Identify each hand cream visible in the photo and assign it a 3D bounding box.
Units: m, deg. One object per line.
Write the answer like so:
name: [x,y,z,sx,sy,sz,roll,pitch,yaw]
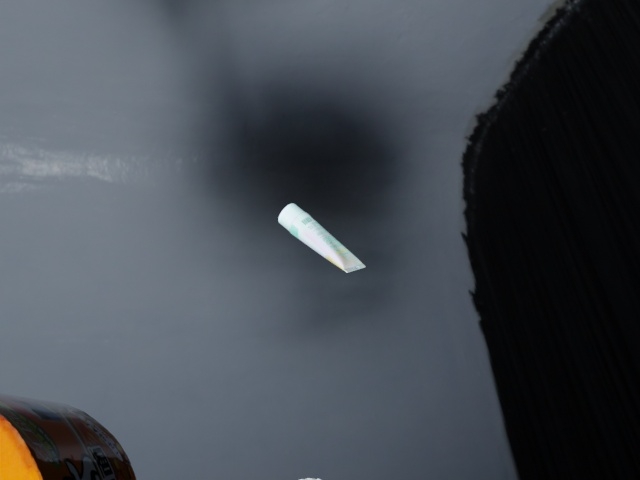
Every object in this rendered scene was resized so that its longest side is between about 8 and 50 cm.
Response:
hand cream: [0.000,0.000,1.183,0.076,0.174,0.047,-13,137,-61]

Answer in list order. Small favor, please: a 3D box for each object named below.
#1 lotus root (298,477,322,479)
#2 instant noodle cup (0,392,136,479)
lotus root: [-0.017,0.375,0.845,0.122,0.112,0.081,-23,140,-47]
instant noodle cup: [-0.254,0.216,0.458,0.250,0.250,0.192,-13,166,4]
